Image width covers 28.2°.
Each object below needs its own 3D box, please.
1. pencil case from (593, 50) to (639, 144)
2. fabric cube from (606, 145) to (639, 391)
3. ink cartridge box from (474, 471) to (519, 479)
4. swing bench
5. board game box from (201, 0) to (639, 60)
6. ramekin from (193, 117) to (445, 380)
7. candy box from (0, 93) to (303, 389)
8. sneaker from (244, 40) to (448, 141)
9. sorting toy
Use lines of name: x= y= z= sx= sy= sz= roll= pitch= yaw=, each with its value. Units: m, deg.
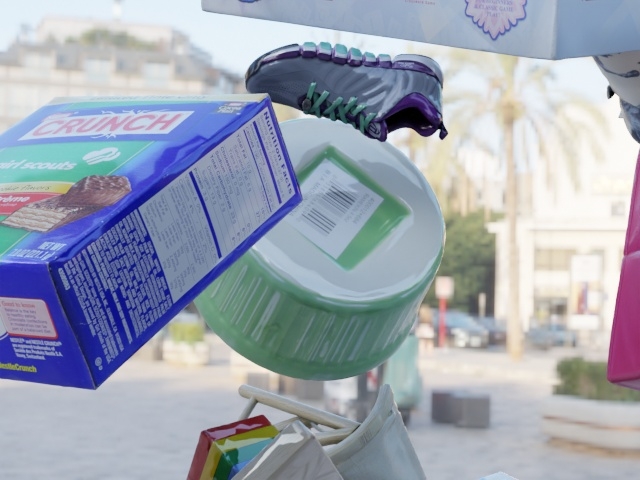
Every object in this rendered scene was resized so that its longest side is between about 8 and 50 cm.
pencil case: x=0.353 y=-0.263 z=1.438 sx=0.183 sy=0.160 sz=0.410 roll=-7 pitch=-38 yaw=35
fabric cube: x=0.436 y=0.018 z=1.117 sx=0.254 sy=0.259 sz=0.258 roll=14 pitch=-15 yaw=-11
ink cartridge box: x=0.242 y=0.320 z=1.370 sx=0.181 sy=0.061 sz=0.104 roll=22 pitch=12 yaw=31
swing bench: x=0.007 y=0.342 z=1.771 sx=0.255 sy=0.253 sz=0.165 roll=-3 pitch=37 yaw=30
board game box: x=0.139 y=-0.176 z=0.821 sx=0.319 sy=0.066 sz=0.318 roll=-13 pitch=20 yaw=-37
ramekin: x=0.000 y=0.000 z=1.515 sx=0.303 sy=0.303 sz=0.148 roll=3 pitch=-33 yaw=-18
candy box: x=-0.213 y=-0.015 z=1.103 sx=0.268 sy=0.122 sz=0.317 roll=2 pitch=29 yaw=32
sneaker: x=0.031 y=-0.155 z=1.383 sx=0.224 sy=0.098 sz=0.083 roll=0 pitch=-34 yaw=-9
sorting toy: x=-0.110 y=0.277 z=1.251 sx=0.089 sy=0.257 sz=0.255 roll=44 pitch=-9 yaw=21
